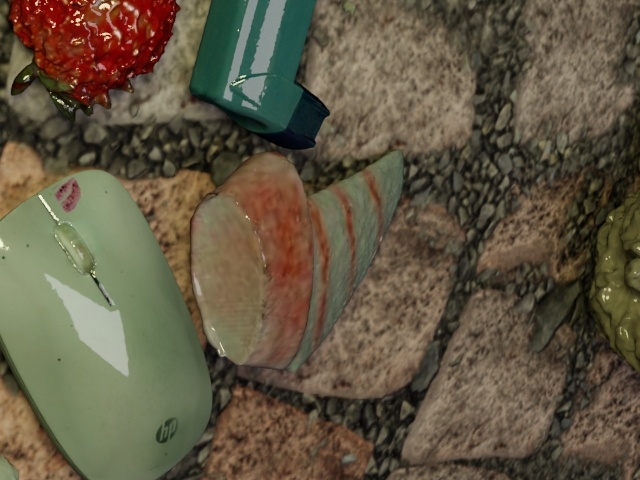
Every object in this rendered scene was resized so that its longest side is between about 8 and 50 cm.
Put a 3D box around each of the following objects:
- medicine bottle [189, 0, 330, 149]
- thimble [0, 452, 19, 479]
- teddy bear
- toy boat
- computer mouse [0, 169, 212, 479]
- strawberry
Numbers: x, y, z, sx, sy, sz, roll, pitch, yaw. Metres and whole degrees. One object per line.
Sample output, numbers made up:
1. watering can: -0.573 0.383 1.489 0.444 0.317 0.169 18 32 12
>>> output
1. medicine bottle: -0.035 -0.208 1.358 0.124 0.079 0.258 4 103 -45
2. thimble: -0.327 0.214 1.192 0.149 0.185 0.211 35 47 -47
3. teddy bear: 0.439 -0.020 1.798 0.357 0.224 0.368 0 105 -58
4. toy boat: 0.000 0.000 1.473 0.282 0.096 0.206 -30 117 -51
5. computer mouse: -0.175 0.085 1.335 0.159 0.097 0.288 -35 128 -26
6. strawberry: -0.159 -0.181 1.250 0.192 0.085 0.140 -35 126 -31
